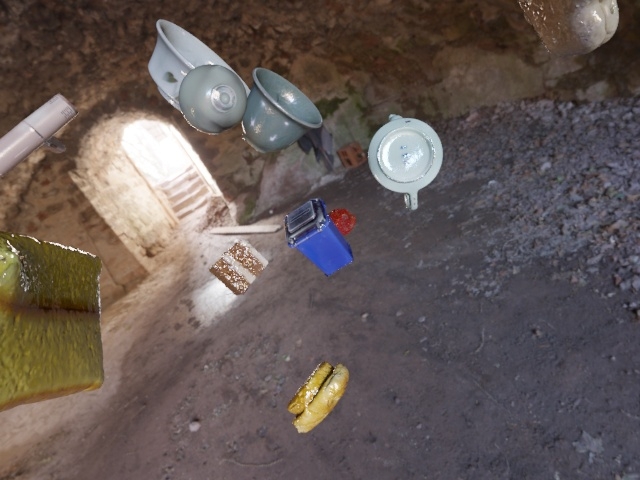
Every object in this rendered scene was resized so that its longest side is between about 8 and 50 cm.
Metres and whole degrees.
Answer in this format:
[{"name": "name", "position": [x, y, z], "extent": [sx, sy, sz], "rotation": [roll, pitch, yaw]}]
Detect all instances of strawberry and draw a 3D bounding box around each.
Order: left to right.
[{"name": "strawberry", "position": [0.088, -0.077, 1.725], "extent": [0.131, 0.131, 0.148], "rotation": [-36, 17, -12]}]

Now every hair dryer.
[{"name": "hair dryer", "position": [-0.616, -0.204, 0.875], "extent": [0.195, 0.053, 0.220], "rotation": [-53, 19, -21]}]

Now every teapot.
[{"name": "teapot", "position": [0.191, -0.183, 0.918], "extent": [0.159, 0.232, 0.159], "rotation": [-12, 3, 1]}]

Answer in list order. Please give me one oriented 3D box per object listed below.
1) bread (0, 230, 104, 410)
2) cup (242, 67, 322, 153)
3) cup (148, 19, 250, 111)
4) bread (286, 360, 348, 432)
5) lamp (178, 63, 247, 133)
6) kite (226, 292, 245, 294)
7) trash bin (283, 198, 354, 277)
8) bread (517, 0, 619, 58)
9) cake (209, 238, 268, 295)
[{"name": "bread", "position": [-0.457, 0.112, 0.538], "extent": [0.245, 0.233, 0.362], "rotation": [-5, -12, -11]}, {"name": "cup", "position": [-0.117, -0.291, 0.974], "extent": [0.150, 0.199, 0.199], "rotation": [-45, 10, 28]}, {"name": "cup", "position": [-0.394, -0.499, 1.270], "extent": [0.163, 0.347, 0.347], "rotation": [-45, 13, 20]}, {"name": "bread", "position": [-0.005, 0.495, 1.298], "extent": [0.236, 0.120, 0.198], "rotation": [-52, -10, 12]}, {"name": "lamp", "position": [-0.167, -0.220, 0.629], "extent": [0.105, 0.105, 0.105], "rotation": [-28, 18, 10]}, {"name": "kite", "position": [-0.303, 0.182, 1.469], "extent": [0.078, 0.002, 0.044], "rotation": [0, 39, 0]}, {"name": "trash bin", "position": [0.000, 0.000, 1.344], "extent": [0.162, 0.234, 0.184], "rotation": [-31, 35, 14]}, {"name": "bread", "position": [0.431, -0.504, 0.724], "extent": [0.102, 0.337, 0.183], "rotation": [-33, 0, 2]}, {"name": "cake", "position": [-0.263, 0.084, 1.309], "extent": [0.147, 0.135, 0.134], "rotation": [-47, 11, -21]}]
